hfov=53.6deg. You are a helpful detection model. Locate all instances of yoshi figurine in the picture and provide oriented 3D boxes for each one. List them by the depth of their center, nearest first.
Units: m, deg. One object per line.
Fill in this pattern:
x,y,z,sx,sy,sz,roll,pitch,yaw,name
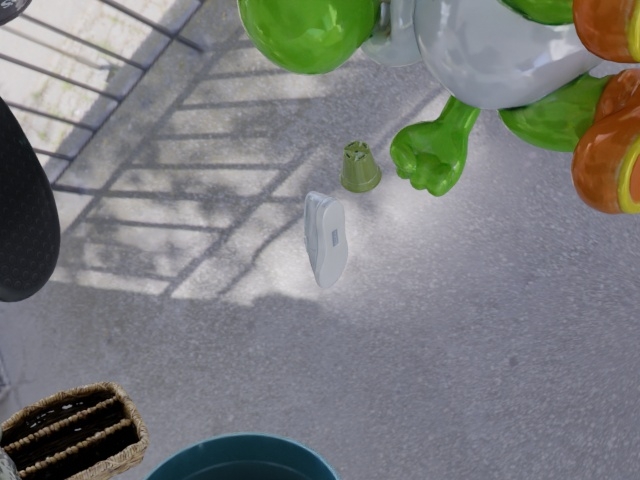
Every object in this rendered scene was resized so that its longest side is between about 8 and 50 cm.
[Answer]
0.066,-0.149,0.447,0.362,0.203,0.203,39,108,44,yoshi figurine

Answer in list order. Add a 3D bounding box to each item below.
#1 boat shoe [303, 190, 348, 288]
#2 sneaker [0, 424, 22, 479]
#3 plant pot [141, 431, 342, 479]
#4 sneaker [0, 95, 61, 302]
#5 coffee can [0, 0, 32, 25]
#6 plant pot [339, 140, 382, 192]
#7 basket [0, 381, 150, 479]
0.000,0.000,1.042,0.066,0.184,0.063,-35,50,-26,boat shoe
-0.170,0.195,0.247,0.158,0.410,0.182,-45,106,2,sneaker
-0.097,0.435,0.806,0.272,0.272,0.255,15,119,31,plant pot
-0.270,-0.068,0.339,0.145,0.270,0.090,-14,33,25,sneaker
-0.495,-0.423,0.847,0.275,0.202,0.201,-179,96,-70,coffee can
0.073,-0.146,1.202,0.083,0.079,0.083,-4,59,7,plant pot
-0.528,0.412,1.306,0.213,0.299,0.223,61,152,16,basket
